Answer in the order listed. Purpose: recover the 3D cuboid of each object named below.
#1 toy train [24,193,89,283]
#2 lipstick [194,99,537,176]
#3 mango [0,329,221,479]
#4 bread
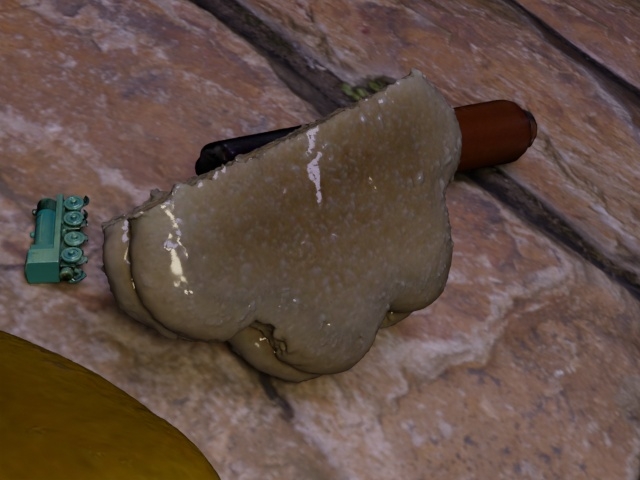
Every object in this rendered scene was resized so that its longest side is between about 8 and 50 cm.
[{"bbox_3d":[-0.194,-0.002,0.813,0.045,0.029,0.092,-1,39,-10],"label":"toy train"},{"bbox_3d":[0.065,-0.083,1.022,0.418,0.077,0.077,-13,53,-42],"label":"lipstick"},{"bbox_3d":[-0.209,0.122,0.461,0.365,0.182,0.253,1,24,16],"label":"mango"},{"bbox_3d":[0.002,-0.003,0.822,0.337,0.102,0.183,-32,93,-40],"label":"bread"}]
